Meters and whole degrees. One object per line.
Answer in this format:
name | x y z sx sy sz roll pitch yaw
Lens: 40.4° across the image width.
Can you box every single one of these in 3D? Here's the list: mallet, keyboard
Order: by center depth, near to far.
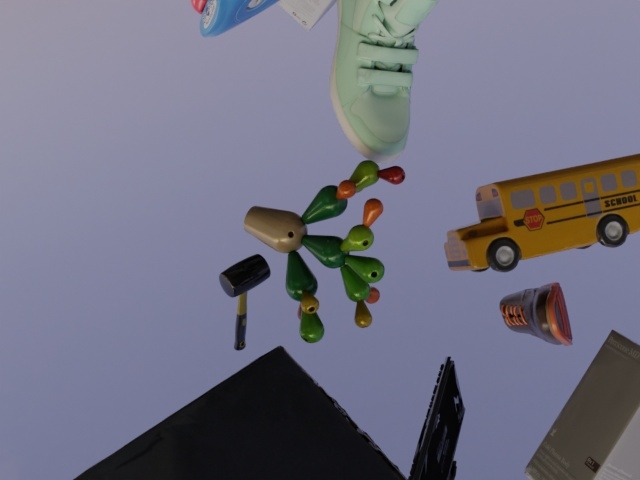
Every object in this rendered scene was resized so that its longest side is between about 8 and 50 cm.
keyboard | 0.111 0.207 0.837 0.023 0.108 0.180 -2 -147 23
mallet | -0.097 0.086 1.167 0.062 0.190 0.039 -33 -118 -21

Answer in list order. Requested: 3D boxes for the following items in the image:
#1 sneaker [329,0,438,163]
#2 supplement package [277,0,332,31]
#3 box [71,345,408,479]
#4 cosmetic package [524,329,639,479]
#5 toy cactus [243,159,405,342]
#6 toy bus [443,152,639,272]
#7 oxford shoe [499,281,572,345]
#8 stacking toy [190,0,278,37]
sneaker | 0.078 -0.220 0.975 0.094 0.256 0.151 -4 178 -24
supplement package | 0.007 -0.529 1.438 0.198 0.199 0.262 -51 -173 -24
box | -0.189 0.447 1.000 0.297 0.472 0.480 46 -136 14
cosmetic package | 0.396 0.254 1.165 0.238 0.107 0.127 -63 -159 3
toy cactus | 0.000 0.000 1.002 0.180 0.219 0.112 22 -167 24
toy bus | 0.352 -0.039 1.316 0.332 0.130 0.108 -12 180 -12
oxford shoe | 0.330 0.119 1.343 0.098 0.097 0.271 -11 175 11
stacking toy | -0.181 -0.465 1.266 0.165 0.302 0.175 -36 177 -28
